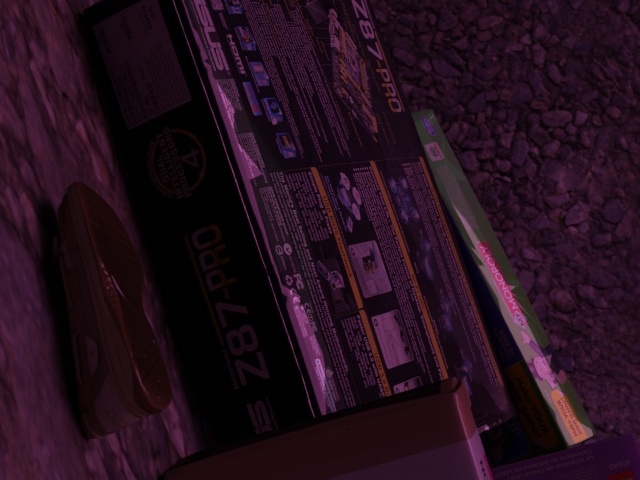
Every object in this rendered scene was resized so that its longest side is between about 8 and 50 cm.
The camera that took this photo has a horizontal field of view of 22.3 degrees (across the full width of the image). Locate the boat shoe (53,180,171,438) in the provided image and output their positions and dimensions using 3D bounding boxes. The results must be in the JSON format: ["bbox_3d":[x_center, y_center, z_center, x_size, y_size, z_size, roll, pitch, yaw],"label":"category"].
[{"bbox_3d":[-0.126,0.036,0.902,0.056,0.048,0.153,37,28,-58],"label":"boat shoe"}]

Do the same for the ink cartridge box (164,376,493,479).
[{"bbox_3d":[0.029,0.224,1.013,0.088,0.193,0.234,1,71,-83],"label":"ink cartridge box"}]

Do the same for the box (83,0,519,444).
[{"bbox_3d":[-0.003,-0.010,1.261,0.318,0.097,0.394,-13,82,-59],"label":"box"}]

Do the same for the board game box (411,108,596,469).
[{"bbox_3d":[0.092,0.071,1.457,0.046,0.213,0.317,-17,76,-42],"label":"board game box"}]

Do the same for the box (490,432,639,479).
[{"bbox_3d":[0.129,0.248,1.330,0.201,0.293,0.057,61,15,-61],"label":"box"}]
